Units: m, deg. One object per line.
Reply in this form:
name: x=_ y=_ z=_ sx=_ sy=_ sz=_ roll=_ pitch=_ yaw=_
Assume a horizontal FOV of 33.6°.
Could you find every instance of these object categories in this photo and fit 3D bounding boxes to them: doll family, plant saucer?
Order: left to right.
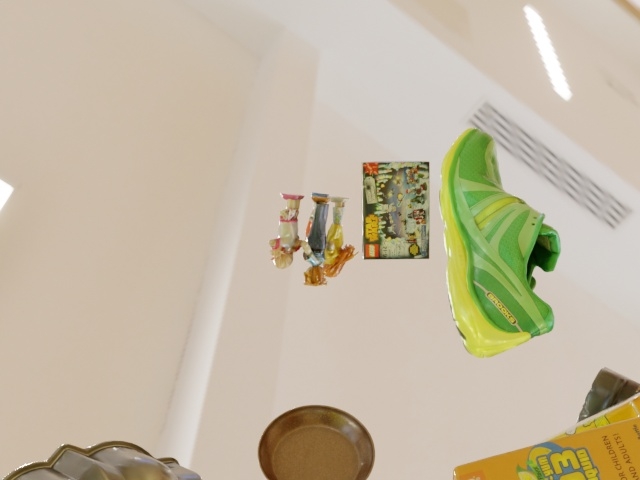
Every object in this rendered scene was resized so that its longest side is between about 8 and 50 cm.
plant saucer: x=-0.007 y=0.367 z=1.795 sx=0.199 sy=0.036 sz=0.198 roll=1 pitch=-138 yaw=-1
doll family: x=0.000 y=0.000 z=1.954 sx=0.118 sy=0.163 sz=0.263 roll=9 pitch=-174 yaw=18

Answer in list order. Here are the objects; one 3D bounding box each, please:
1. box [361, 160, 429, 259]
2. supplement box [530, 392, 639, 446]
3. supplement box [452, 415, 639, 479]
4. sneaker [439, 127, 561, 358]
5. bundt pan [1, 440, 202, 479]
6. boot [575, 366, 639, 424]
box: x=0.104 y=-0.042 z=1.469 sx=0.094 sy=0.137 sz=0.027 roll=-1 pitch=-173 yaw=-1
supplement box: x=0.346 y=0.311 z=1.272 sx=0.194 sy=0.356 sz=0.195 roll=-14 pitch=-108 yaw=-39
supplement box: x=0.236 y=0.214 z=0.913 sx=0.080 sy=0.233 sz=0.078 roll=74 pitch=180 yaw=-47
sneaker: x=0.197 y=-0.001 z=1.158 sx=0.109 sy=0.124 sz=0.295 roll=69 pitch=-164 yaw=-49
bundt pan: x=-0.199 y=0.362 z=1.046 sx=0.331 sy=0.124 sz=0.330 roll=7 pitch=-103 yaw=-32
boot: x=0.546 y=0.431 z=1.512 sx=0.445 sy=0.367 sz=0.146 roll=25 pitch=-154 yaw=23
